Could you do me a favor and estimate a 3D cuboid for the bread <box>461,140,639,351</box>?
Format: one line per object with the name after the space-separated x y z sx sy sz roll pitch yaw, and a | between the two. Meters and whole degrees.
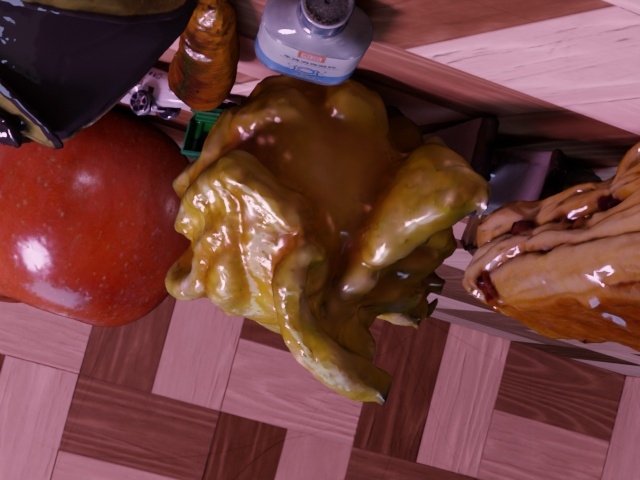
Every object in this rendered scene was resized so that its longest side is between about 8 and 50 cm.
0.347 0.020 1.647 0.314 0.191 0.370 21 167 -25 | bread

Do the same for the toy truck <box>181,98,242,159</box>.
-0.086 -0.114 2.054 0.065 0.079 0.147 11 175 30 | toy truck

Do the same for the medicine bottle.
-0.004 -0.169 1.472 0.090 0.053 0.208 15 173 -4 | medicine bottle

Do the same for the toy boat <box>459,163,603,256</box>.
0.257 -0.006 2.056 0.162 0.136 0.445 19 178 -2 | toy boat

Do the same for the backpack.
-0.219 -0.175 1.283 0.253 0.207 0.140 21 -147 -41 | backpack

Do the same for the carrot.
-0.102 -0.177 1.649 0.066 0.066 0.314 15 170 -4 | carrot

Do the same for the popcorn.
-0.003 -0.002 1.756 0.290 0.325 0.321 1 168 -6 | popcorn

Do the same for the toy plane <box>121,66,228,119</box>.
-0.189 -0.164 1.934 0.171 0.065 0.162 5 -179 30 | toy plane

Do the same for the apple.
-0.328 -0.039 2.366 0.348 0.277 0.348 14 174 1 | apple

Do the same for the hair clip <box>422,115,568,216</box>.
0.141 -0.067 1.901 0.101 0.085 0.331 13 174 -19 | hair clip
